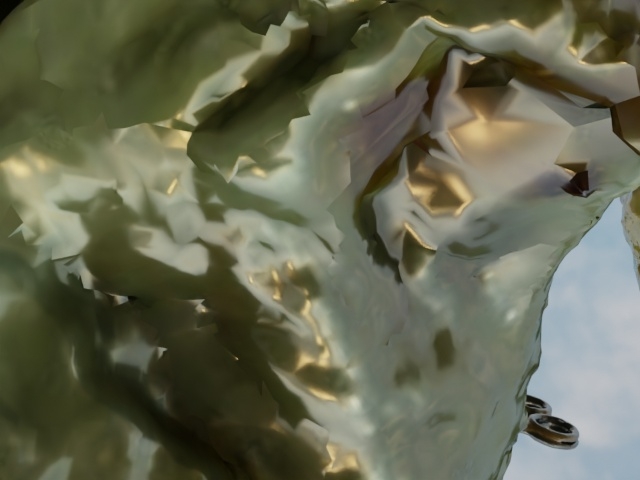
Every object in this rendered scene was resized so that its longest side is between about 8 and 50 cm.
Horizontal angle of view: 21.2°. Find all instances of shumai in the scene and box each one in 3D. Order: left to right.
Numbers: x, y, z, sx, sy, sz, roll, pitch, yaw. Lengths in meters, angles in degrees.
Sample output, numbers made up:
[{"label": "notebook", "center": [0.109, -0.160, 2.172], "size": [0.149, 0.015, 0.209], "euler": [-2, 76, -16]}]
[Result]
[{"label": "shumai", "center": [0.000, 0.000, 0.424], "size": [0.222, 0.260, 0.225], "euler": [-24, -100, 6]}]

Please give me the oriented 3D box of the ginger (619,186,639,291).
[{"label": "ginger", "center": [0.214, 0.067, 0.762], "size": [0.109, 0.116, 0.263], "euler": [-27, -115, 37]}]

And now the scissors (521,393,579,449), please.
[{"label": "scissors", "center": [0.109, 0.137, 1.392], "size": [0.088, 0.220, 0.017], "euler": [46, -58, 58]}]
